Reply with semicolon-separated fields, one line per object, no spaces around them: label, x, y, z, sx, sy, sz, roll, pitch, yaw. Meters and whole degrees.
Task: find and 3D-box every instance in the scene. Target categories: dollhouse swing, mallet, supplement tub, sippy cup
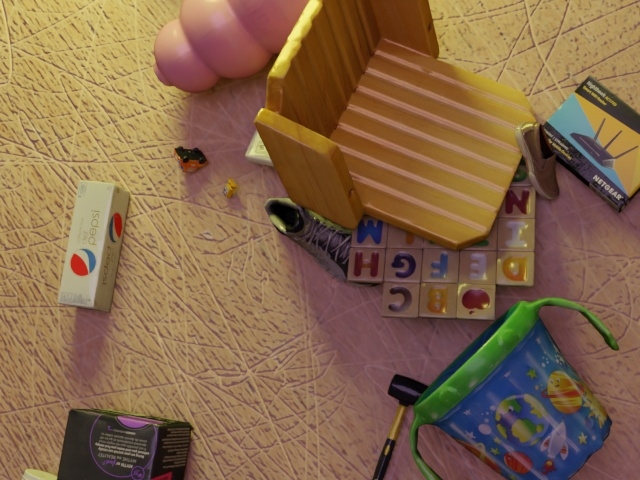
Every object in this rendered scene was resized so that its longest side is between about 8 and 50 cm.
dollhouse swing;0.136;-0.204;1.646;0.305;0.315;0.346;18;67;23
mallet;0.123;0.309;1.725;0.062;0.039;0.189;12;88;13
supplement tub;-0.477;0.442;1.824;0.071;0.071;0.107;18;86;16
sippy cup;0.294;0.245;1.607;0.224;0.240;0.305;45;128;6

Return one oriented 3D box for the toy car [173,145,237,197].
toy car;-0.203;-0.111;1.863;0.122;0.060;0.040;45;125;23

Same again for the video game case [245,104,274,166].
video game case;-0.002;-0.193;1.815;0.201;0.023;0.183;13;68;19

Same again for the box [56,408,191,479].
box;-0.323;0.414;1.754;0.165;0.143;0.270;7;83;16

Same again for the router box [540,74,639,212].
router box;0.445;-0.152;1.717;0.179;0.046;0.133;43;92;17

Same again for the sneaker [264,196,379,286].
sneaker;0.000;0.000;1.751;0.229;0.132;0.086;30;92;17

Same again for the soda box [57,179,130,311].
soda box;-0.386;0.010;1.874;0.069;0.074;0.216;7;83;14

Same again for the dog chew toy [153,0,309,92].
dog chew toy;-0.137;-0.365;1.820;0.332;0.207;0.206;-33;75;14

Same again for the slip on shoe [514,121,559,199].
slip on shoe;0.347;-0.124;1.706;0.041;0.051;0.135;-10;112;42

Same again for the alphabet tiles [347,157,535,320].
alphabet tiles;0.193;-0.036;1.722;0.285;0.011;0.342;2;65;9
